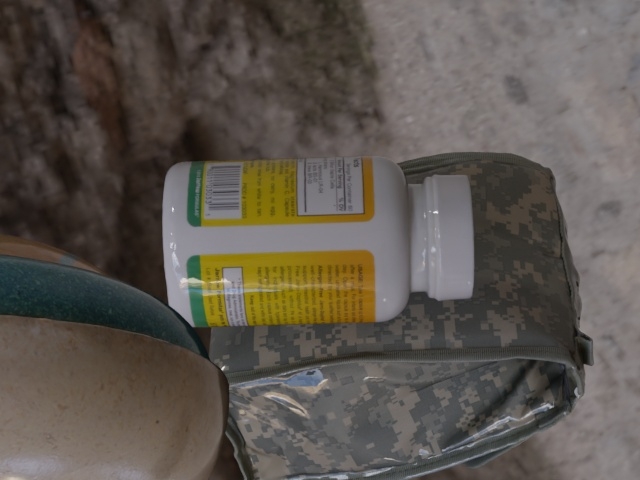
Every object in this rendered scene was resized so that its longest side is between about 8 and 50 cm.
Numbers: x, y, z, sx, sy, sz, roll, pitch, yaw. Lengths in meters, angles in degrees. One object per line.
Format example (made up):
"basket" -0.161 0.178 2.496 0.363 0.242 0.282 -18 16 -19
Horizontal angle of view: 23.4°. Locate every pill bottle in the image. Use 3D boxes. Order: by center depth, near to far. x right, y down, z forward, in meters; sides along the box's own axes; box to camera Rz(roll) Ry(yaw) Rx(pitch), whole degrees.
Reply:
"pill bottle" 0.000 0.000 1.077 0.208 0.117 0.117 -2 108 1

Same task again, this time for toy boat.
"toy boat" -0.198 0.058 0.663 0.267 0.318 0.148 109 160 -71

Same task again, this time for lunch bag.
"lunch bag" 0.069 0.061 1.230 0.287 0.235 0.169 -10 131 11
